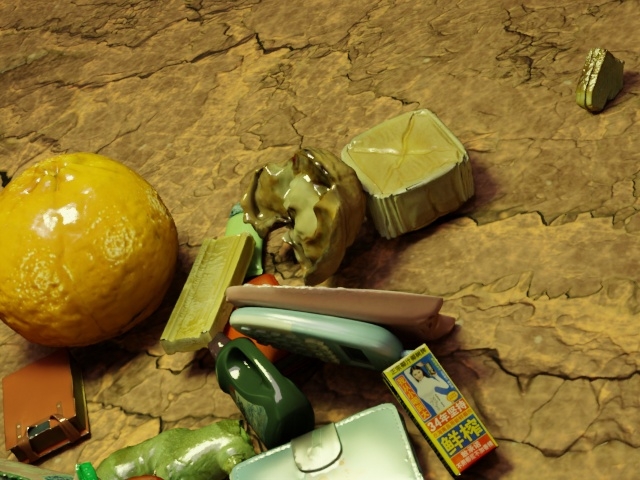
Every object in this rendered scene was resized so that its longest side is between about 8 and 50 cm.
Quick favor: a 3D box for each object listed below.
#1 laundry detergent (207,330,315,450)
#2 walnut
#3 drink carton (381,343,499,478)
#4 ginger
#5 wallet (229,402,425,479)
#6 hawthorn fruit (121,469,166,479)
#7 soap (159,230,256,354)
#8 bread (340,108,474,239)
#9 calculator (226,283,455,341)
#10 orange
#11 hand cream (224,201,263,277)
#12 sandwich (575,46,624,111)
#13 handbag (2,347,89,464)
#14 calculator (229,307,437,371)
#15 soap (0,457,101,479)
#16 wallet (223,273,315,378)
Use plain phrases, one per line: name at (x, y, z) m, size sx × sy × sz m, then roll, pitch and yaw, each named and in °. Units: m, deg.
laundry detergent at (-0.095, 0.199, 1.664) m, size 0.078 × 0.144 × 0.221 m, roll -24°, pitch 52°, yaw -23°
walnut at (-0.004, -0.057, 1.858) m, size 0.141 × 0.204 × 0.238 m, roll -7°, pitch 37°, yaw -38°
drink carton at (0.155, 0.222, 1.524) m, size 0.071 × 0.056 × 0.165 m, roll -33°, pitch 77°, yaw -10°
ginger at (-0.223, 0.332, 1.664) m, size 0.290 × 0.089 × 0.137 m, roll -13°, pitch 52°, yaw 14°
wallet at (0.012, 0.328, 1.540) m, size 0.250 × 0.075 × 0.176 m, roll -23°, pitch 42°, yaw 4°
hawthorn fruit at (-0.235, 0.389, 1.533) m, size 0.179 × 0.179 × 0.200 m, roll -17°, pitch 40°, yaw 12°
soap at (-0.178, 0.080, 1.885) m, size 0.092 × 0.037 × 0.252 m, roll -10°, pitch 36°, yaw 24°
bread at (0.142, -0.109, 1.925) m, size 0.192 × 0.109 × 0.210 m, roll -27°, pitch 38°, yaw -9°
calculator at (0.021, 0.103, 1.675) m, size 0.330 × 0.220 × 0.048 m, roll 4°, pitch 78°, yaw 15°
orange at (-0.409, 0.009, 1.950) m, size 0.341 × 0.293 × 0.340 m, roll -13°, pitch 28°, yaw 7°
hand cream at (-0.134, 0.001, 2.019) m, size 0.095 × 0.046 × 0.175 m, roll -11°, pitch 47°, yaw 18°
sandwich at (0.467, -0.262, 1.948) m, size 0.036 × 0.093 × 0.104 m, roll 22°, pitch 91°, yaw 43°
handbag at (-0.447, 0.268, 1.889) m, size 0.127 × 0.062 × 0.190 m, roll -27°, pitch 34°, yaw 0°
calculator at (0.018, 0.142, 1.647) m, size 0.303 × 0.188 × 0.042 m, roll 8°, pitch 74°, yaw 13°
soap at (-0.431, 0.404, 1.649) m, size 0.273 × 0.098 × 0.217 m, roll 5°, pitch 93°, yaw 35°
wallet at (-0.097, 0.145, 1.833) m, size 0.142 × 0.045 × 0.204 m, roll -31°, pitch 39°, yaw -6°
